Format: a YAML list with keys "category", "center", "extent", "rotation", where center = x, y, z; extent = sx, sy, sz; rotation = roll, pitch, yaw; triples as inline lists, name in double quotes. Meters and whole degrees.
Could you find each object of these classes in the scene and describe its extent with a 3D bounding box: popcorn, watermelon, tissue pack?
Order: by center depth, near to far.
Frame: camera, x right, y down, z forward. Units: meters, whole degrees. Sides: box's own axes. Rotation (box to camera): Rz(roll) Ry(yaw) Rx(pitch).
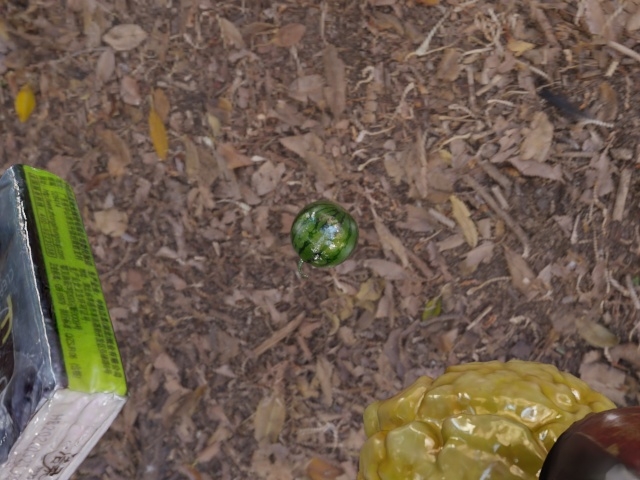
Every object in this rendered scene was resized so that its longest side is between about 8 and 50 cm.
- category: "tissue pack"
  center: [-0.241, 0.078, 0.571]
  extent: [0.173, 0.073, 0.235]
  rotation: [-49, 47, 25]
- category: "popcorn"
  center: [0.247, 0.342, 0.986]
  extent: [0.390, 0.354, 0.344]
  rotation: [-6, 79, 14]
- category: "watermelon"
  center: [0.002, -0.007, 1.020]
  extent: [0.109, 0.109, 0.109]
  rotation: [9, 108, 29]

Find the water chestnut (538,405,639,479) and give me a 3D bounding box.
- category: "water chestnut"
  center: [0.345, 0.262, 0.646]
  extent: [0.300, 0.300, 0.300]
  rotation: [9, 108, 29]
